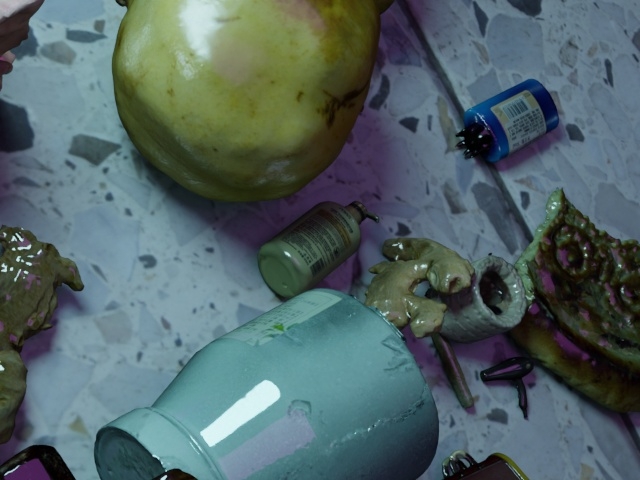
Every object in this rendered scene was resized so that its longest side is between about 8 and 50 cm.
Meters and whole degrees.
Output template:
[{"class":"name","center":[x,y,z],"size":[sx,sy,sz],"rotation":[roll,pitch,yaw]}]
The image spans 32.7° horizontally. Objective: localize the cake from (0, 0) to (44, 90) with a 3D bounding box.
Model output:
[{"class":"cake","center":[-0.459,-0.222,1.017],"size":[0.314,0.306,0.293],"rotation":[-38,95,-34]}]

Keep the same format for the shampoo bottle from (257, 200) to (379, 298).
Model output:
[{"class":"shampoo bottle","center":[0.000,0.000,1.345],"size":[0.162,0.079,0.079],"rotation":[-39,94,-35]}]

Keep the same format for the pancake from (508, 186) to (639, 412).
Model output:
[{"class":"pancake","center":[0.446,0.106,1.581],"size":[0.426,0.067,0.305],"rotation":[28,59,-18]}]

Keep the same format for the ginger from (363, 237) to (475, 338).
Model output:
[{"class":"ginger","center":[0.097,0.087,1.334],"size":[0.259,0.149,0.065],"rotation":[-57,129,-34]}]

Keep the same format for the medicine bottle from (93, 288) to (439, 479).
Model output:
[{"class":"medicine bottle","center":[-0.060,0.212,1.130],"size":[0.290,0.245,0.245],"rotation":[-27,87,-36]}]

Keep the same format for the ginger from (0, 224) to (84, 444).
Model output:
[{"class":"ginger","center":[-0.341,0.118,1.095],"size":[0.122,0.084,0.290],"rotation":[35,59,-23]}]

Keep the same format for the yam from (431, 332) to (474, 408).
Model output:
[{"class":"yam","center":[0.171,0.164,1.422],"size":[0.021,0.021,0.116],"rotation":[-19,82,-34]}]

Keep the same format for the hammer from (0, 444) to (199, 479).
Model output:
[{"class":"hammer","center":[-0.174,0.264,0.951],"size":[0.095,0.409,0.242],"rotation":[-35,88,-36]}]

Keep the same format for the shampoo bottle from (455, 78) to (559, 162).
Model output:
[{"class":"shampoo bottle","center":[0.269,-0.170,1.586],"size":[0.183,0.050,0.087],"rotation":[-29,91,-35]}]

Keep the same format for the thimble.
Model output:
[{"class":"thimble","center":[0.203,0.078,1.422],"size":[0.115,0.090,0.102],"rotation":[10,63,-42]}]

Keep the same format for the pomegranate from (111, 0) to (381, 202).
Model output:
[{"class":"pomegranate","center":[-0.090,-0.211,1.252],"size":[0.332,0.332,0.333],"rotation":[11,67,-27]}]

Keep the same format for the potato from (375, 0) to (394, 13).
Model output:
[{"class":"potato","center":[-0.030,-0.460,1.443],"size":[0.289,0.397,0.296],"rotation":[-30,132,-18]}]

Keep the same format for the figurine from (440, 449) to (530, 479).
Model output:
[{"class":"figurine","center":[0.177,0.309,1.344],"size":[0.154,0.082,0.098],"rotation":[-14,66,-33]}]

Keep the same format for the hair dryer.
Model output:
[{"class":"hair dryer","center":[0.257,0.200,1.460],"size":[0.079,0.031,0.083],"rotation":[-13,87,-23]}]
